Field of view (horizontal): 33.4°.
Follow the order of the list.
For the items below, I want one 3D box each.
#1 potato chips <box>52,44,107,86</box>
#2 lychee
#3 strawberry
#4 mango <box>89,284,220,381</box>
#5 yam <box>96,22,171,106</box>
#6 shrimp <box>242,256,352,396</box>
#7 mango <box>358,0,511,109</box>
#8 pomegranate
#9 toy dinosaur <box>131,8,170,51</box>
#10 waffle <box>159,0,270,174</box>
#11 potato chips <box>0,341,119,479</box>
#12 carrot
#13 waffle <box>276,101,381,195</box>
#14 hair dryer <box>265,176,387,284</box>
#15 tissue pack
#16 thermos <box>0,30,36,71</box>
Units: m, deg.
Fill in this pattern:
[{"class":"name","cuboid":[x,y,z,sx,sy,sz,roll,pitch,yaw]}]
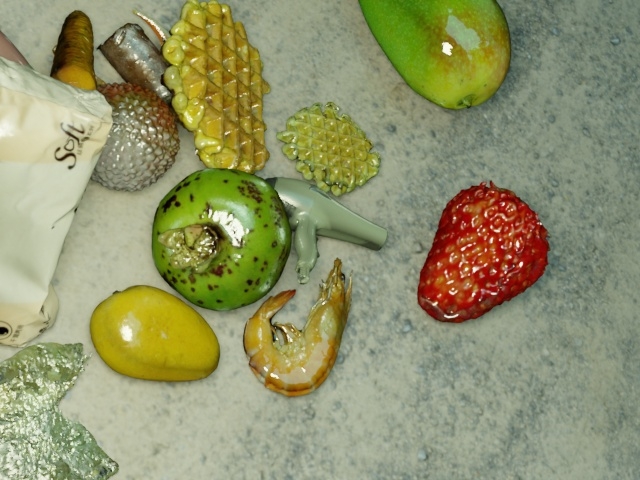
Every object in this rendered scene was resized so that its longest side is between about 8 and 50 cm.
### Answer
[{"class":"potato chips","cuboid":[-0.331,-0.231,1.654,0.204,0.037,0.026,40,63,-7]},{"class":"lychee","cuboid":[-0.290,-0.152,1.579,0.165,0.197,0.165,-1,76,6]},{"class":"strawberry","cuboid":[0.261,0.034,1.787,0.205,0.205,0.244,45,75,-4]},{"class":"mango","cuboid":[-0.232,0.140,1.510,0.195,0.098,0.137,32,54,-22]},{"class":"yam","cuboid":[-0.280,-0.272,1.676,0.079,0.079,0.141,-39,92,-35]},{"class":"shrimp","cuboid":[-0.025,0.128,1.649,0.150,0.068,0.248,34,57,-3]},{"class":"mango","cuboid":[0.201,-0.407,1.932,0.225,0.201,0.381,-28,72,-13]},{"class":"pomegranate","cuboid":[-0.148,0.000,1.529,0.211,0.263,0.210,1,95,8]},{"class":"toy dinosaur","cuboid":[-0.232,-0.296,1.738,0.187,0.044,0.106,20,76,-24]},{"class":"waffle","cuboid":[-0.150,-0.233,1.672,0.281,0.058,0.300,57,31,-39]},{"class":"potato chips","cuboid":[-0.371,0.242,1.427,0.202,0.029,0.219,2,69,-25]},{"class":"carrot","cuboid":[-0.362,-0.277,1.564,0.066,0.066,0.314,17,28,-22]},{"class":"waffle","cuboid":[0.015,-0.156,1.801,0.169,0.036,0.183,50,44,6]},{"class":"hair dryer","cuboid":[0.022,-0.005,1.688,0.219,0.088,0.224,8,39,-33]},{"class":"tissue pack","cuboid":[-0.483,-0.071,1.360,0.390,0.195,0.375,16,106,-24]},{"class":"thermos","cuboid":[-0.490,-0.248,1.493,0.265,0.176,0.146,36,77,-10]}]
